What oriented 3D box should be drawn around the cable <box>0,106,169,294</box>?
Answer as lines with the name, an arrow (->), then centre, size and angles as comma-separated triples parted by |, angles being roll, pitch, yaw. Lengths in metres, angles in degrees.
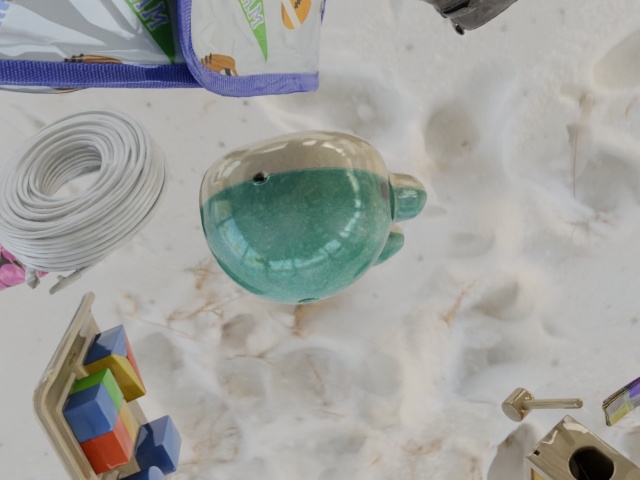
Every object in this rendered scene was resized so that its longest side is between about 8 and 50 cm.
cable -> -0.341, -0.076, 1.297 | 0.257, 0.089, 0.257 | -35, 49, -9

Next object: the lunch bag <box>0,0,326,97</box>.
lunch bag -> -0.154, -0.256, 0.586 | 0.239, 0.385, 0.328 | 23, 112, 55

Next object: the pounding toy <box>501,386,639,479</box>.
pounding toy -> 0.286, 0.270, 1.121 | 0.094, 0.181, 0.206 | -38, 52, -20

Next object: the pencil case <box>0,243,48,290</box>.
pencil case -> -0.534, 0.045, 1.549 | 0.209, 0.098, 0.095 | -18, 86, 29

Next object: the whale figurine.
whale figurine -> 0.000, 0.000, 0.878 | 0.216, 0.272, 0.141 | -13, 71, 17

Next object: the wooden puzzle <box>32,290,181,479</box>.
wooden puzzle -> -0.259, 0.266, 1.246 | 0.080, 0.322, 0.348 | -18, 107, 1

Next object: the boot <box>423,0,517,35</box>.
boot -> 0.201, -0.369, 1.163 | 0.263, 0.229, 0.091 | -37, 59, 41

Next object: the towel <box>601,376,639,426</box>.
towel -> 0.352, 0.176, 1.042 | 0.083, 0.060, 0.009 | -32, 47, -3
